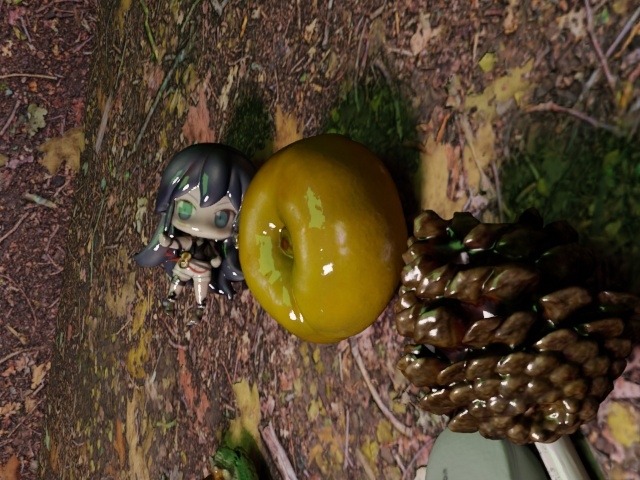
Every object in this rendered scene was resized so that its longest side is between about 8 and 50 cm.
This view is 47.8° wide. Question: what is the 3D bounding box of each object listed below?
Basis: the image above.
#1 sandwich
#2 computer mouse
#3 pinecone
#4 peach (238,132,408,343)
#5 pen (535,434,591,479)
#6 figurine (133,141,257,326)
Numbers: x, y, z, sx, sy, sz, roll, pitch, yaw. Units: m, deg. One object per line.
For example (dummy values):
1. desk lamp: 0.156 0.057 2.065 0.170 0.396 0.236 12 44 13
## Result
1. sandwich: -0.158 0.397 1.039 0.185 0.159 0.109 -128 33 -57
2. computer mouse: 0.154 0.274 0.640 0.128 0.079 0.231 -44 53 49
3. pinecone: 0.151 0.058 0.587 0.205 0.184 0.179 -84 -3 -48
4. peach: 0.000 0.000 0.866 0.251 0.153 0.251 27 123 50
5. pen: 0.228 0.260 0.560 0.033 0.033 0.269 -53 43 40
6. figurine: -0.184 -0.022 1.137 0.265 0.175 0.197 -62 33 18
